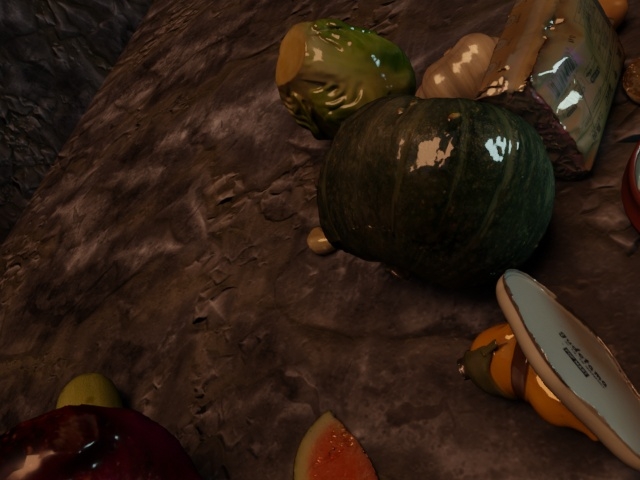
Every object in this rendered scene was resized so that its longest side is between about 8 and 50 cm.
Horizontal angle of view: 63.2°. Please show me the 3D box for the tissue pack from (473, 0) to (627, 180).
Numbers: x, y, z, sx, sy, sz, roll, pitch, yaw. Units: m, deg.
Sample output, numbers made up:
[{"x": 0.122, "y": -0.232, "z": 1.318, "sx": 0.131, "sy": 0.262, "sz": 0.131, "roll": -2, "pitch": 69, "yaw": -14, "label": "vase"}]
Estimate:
[{"x": 0.362, "y": -0.254, "z": 0.787, "sx": 0.123, "sy": 0.215, "sz": 0.257, "roll": 1, "pitch": 58, "yaw": 54, "label": "tissue pack"}]

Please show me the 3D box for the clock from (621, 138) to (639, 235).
[{"x": 0.531, "y": -0.079, "z": 0.605, "sx": 0.318, "sy": 0.080, "sz": 0.319, "roll": -26, "pitch": 37, "yaw": 21, "label": "clock"}]

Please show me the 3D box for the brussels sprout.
[{"x": 0.048, "y": -0.315, "z": 1.069, "sx": 0.259, "sy": 0.294, "sz": 0.227, "roll": -4, "pitch": 71, "yaw": 57, "label": "brussels sprout"}]

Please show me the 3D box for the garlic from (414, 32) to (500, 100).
[{"x": 0.284, "y": -0.231, "z": 0.901, "sx": 0.199, "sy": 0.199, "sz": 0.226, "roll": -32, "pitch": 72, "yaw": 15, "label": "garlic"}]

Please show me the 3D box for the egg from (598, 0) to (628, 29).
[{"x": 0.489, "y": -0.392, "z": 0.905, "sx": 0.083, "sy": 0.071, "sz": 0.071, "roll": -7, "pitch": 53, "yaw": 32, "label": "egg"}]

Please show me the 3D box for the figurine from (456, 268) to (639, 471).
[{"x": 0.254, "y": 0.173, "z": 0.607, "sx": 0.141, "sy": 0.166, "sz": 0.250, "roll": -50, "pitch": 49, "yaw": 31, "label": "figurine"}]

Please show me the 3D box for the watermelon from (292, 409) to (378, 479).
[{"x": 0.025, "y": 0.346, "z": 0.700, "sx": 0.119, "sy": 0.063, "sz": 0.245, "roll": -26, "pitch": 36, "yaw": -7, "label": "watermelon"}]

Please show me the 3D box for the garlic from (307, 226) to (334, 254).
[{"x": 0.001, "y": 0.000, "z": 1.012, "sx": 0.053, "sy": 0.041, "sz": 0.083, "roll": -44, "pitch": 33, "yaw": -7, "label": "garlic"}]

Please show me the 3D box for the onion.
[{"x": -0.376, "y": 0.443, "z": 0.749, "sx": 0.420, "sy": 0.398, "sz": 0.399, "roll": -29, "pitch": 37, "yaw": 54, "label": "onion"}]

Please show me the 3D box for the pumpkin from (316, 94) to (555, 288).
[{"x": 0.153, "y": -0.068, "z": 0.758, "sx": 0.327, "sy": 0.291, "sz": 0.258, "roll": 15, "pitch": 88, "yaw": 56, "label": "pumpkin"}]

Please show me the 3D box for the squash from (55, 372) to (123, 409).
[{"x": -0.457, "y": 0.357, "z": 1.025, "sx": 0.132, "sy": 0.132, "sz": 0.247, "roll": -43, "pitch": 41, "yaw": 3, "label": "squash"}]

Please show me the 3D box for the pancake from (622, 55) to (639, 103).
[{"x": 0.538, "y": -0.255, "z": 0.788, "sx": 0.139, "sy": 0.022, "sz": 0.140, "roll": -23, "pitch": 45, "yaw": 25, "label": "pancake"}]
